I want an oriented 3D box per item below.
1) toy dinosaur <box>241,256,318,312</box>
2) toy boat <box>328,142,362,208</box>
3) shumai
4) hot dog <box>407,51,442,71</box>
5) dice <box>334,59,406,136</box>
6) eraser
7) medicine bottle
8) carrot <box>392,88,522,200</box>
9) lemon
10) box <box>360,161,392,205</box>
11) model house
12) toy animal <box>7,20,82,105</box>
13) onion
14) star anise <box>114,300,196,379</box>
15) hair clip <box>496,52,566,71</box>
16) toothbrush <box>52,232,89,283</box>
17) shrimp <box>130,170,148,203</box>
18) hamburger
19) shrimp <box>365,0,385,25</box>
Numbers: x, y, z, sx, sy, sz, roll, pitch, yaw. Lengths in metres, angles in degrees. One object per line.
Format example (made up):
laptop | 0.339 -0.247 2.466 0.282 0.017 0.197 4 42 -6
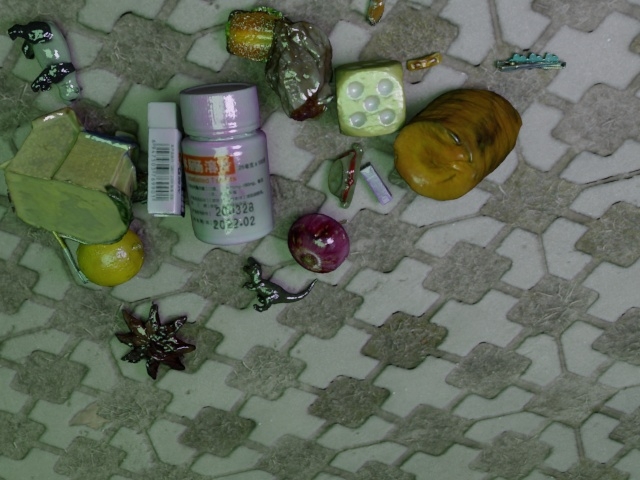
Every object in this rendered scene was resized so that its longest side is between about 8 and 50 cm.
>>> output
toy dinosaur | -0.128 0.117 1.953 0.179 0.087 0.187 -35 107 16
toy boat | 0.066 -0.172 1.844 0.071 0.089 0.185 -7 118 -42
shumai | -0.026 -0.405 1.667 0.184 0.185 0.218 -17 136 -34
hot dog | 0.266 -0.453 1.744 0.090 0.034 0.030 -14 109 9
dice | 0.124 -0.358 1.716 0.169 0.166 0.169 -5 110 4
eraser | -0.397 -0.205 1.764 0.086 0.130 0.287 0 88 -3
medicine bottle | -0.241 -0.199 1.764 0.219 0.219 0.388 -2 111 3
carrot | 0.339 -0.246 1.725 0.241 0.341 0.241 17 124 27
lemon | -0.584 0.044 1.901 0.206 0.173 0.173 -40 104 18
box | 0.151 -0.154 1.856 0.036 0.050 0.117 -31 108 12
model house | -0.615 -0.171 1.779 0.321 0.266 0.261 13 147 -5
toy animal | -0.694 -0.454 1.761 0.121 0.094 0.225 -18 108 0
onion | -0.005 0.006 1.875 0.177 0.153 0.177 1 128 1
star anise | -0.504 0.314 2.038 0.272 0.102 0.272 2 110 5
hair clip | 0.532 -0.450 1.730 0.173 0.049 0.049 -2 111 -2
toothbrush | -0.746 0.002 1.971 0.024 0.021 0.288 -27 108 1
shrimp | -0.511 -0.140 1.878 0.233 0.079 0.090 -13 104 12
hamburger | -0.158 -0.514 1.710 0.166 0.087 0.137 8 111 -1
shrimp | 0.083 -0.607 1.693 0.161 0.049 0.166 -11 118 5
